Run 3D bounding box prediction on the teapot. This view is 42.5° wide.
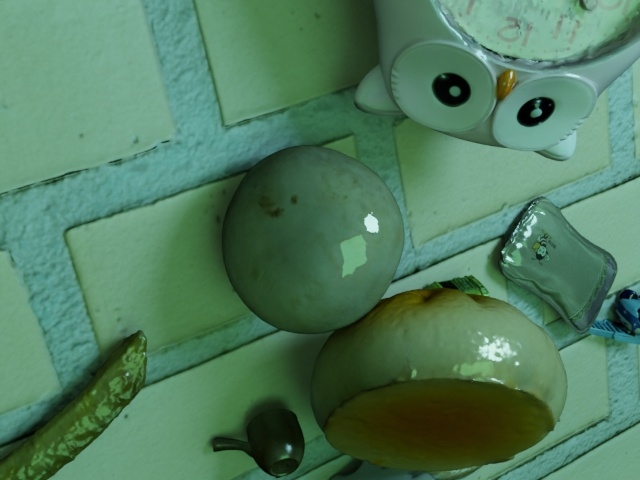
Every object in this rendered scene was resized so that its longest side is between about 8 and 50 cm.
[{"bbox_3d":[-0.075,0.255,1.007,0.110,0.080,0.085,-11,134,-11],"label":"teapot"}]

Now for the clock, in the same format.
[{"bbox_3d":[0.203,-0.288,0.849,0.368,0.250,0.377,13,118,-7],"label":"clock"}]

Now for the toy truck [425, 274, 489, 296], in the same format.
[{"bbox_3d":[0.170,0.135,1.097,0.100,0.077,0.169,-4,112,-14],"label":"toy truck"}]

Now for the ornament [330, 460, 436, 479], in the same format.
[{"bbox_3d":[0.109,0.451,1.070,0.240,0.239,0.239,-42,122,-11],"label":"ornament"}]

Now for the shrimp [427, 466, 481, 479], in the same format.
[{"bbox_3d":[0.246,0.262,1.202,0.251,0.052,0.144,-35,131,-6],"label":"shrimp"}]

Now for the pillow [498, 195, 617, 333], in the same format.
[{"bbox_3d":[0.347,0.037,1.183,0.232,0.038,0.131,36,82,-31],"label":"pillow"}]

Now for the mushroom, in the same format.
[{"bbox_3d":[0.000,0.000,0.906,0.204,0.204,0.204,-10,111,-26],"label":"mushroom"}]

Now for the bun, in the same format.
[{"bbox_3d":[0.138,0.151,0.971,0.299,0.299,0.165,29,48,-33],"label":"bun"}]

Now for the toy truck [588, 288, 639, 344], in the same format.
[{"bbox_3d":[0.469,0.117,1.269,0.136,0.063,0.074,14,119,-29],"label":"toy truck"}]

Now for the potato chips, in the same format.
[{"bbox_3d":[-0.334,0.245,0.859,0.407,0.057,0.080,-37,107,-13],"label":"potato chips"}]
